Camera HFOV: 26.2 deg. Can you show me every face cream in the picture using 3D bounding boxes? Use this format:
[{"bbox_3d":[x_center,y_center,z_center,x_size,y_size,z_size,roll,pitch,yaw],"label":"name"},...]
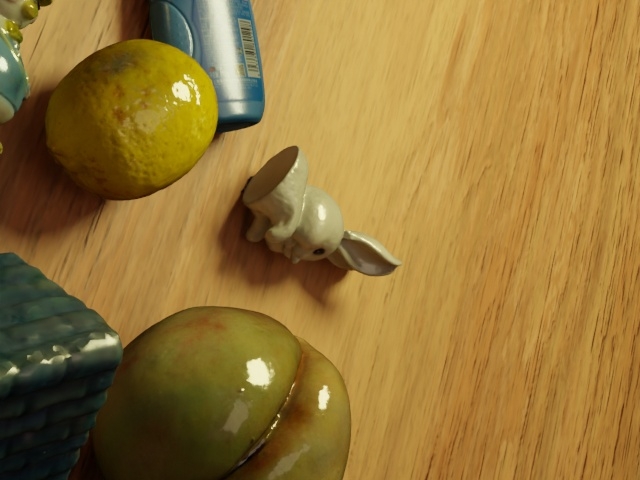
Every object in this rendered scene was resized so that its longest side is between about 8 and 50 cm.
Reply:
[{"bbox_3d":[-0.142,-0.264,1.658,0.149,0.083,0.264,-7,86,-45],"label":"face cream"}]

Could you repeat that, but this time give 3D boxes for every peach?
[{"bbox_3d":[-0.104,0.206,1.497,0.292,0.247,0.292,30,37,-25],"label":"peach"}]

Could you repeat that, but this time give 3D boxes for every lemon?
[{"bbox_3d":[-0.208,-0.132,1.516,0.207,0.170,0.170,-43,111,-32],"label":"lemon"}]

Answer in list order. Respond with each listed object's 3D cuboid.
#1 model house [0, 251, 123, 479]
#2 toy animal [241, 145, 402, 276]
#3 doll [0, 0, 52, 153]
[{"bbox_3d":[-0.382,0.040,1.157,0.395,0.400,0.446,-9,87,-41],"label":"model house"},{"bbox_3d":[-0.003,-0.001,1.722,0.221,0.103,0.131,46,52,-27],"label":"toy animal"},{"bbox_3d":[-0.343,-0.210,1.438,0.135,0.098,0.241,28,71,-38],"label":"doll"}]
